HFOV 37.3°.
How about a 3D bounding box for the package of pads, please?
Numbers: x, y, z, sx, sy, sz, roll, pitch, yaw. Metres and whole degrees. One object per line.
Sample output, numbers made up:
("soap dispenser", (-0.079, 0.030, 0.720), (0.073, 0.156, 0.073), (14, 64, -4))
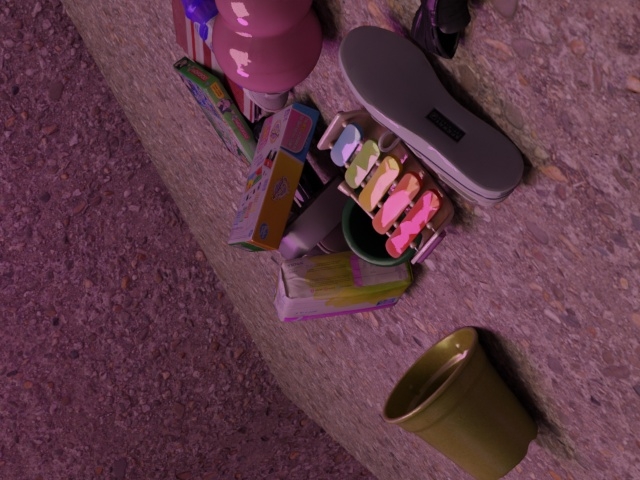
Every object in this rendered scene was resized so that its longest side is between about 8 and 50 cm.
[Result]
("package of pads", (0.047, 0.100, 2.142), (0.229, 0.296, 0.101), (108, 152, -70))

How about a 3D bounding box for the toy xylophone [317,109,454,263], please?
("toy xylophone", (0.122, -0.093, 1.822), (0.323, 0.081, 0.236), (46, 142, 19))

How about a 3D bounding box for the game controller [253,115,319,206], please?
("game controller", (-0.066, -0.166, 2.372), (0.319, 0.067, 0.166), (56, 178, -3))

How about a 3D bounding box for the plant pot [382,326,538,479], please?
("plant pot", (0.316, 0.371, 2.037), (0.254, 0.276, 0.276), (45, 165, -6))

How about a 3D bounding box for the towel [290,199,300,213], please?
("towel", (-0.062, -0.076, 2.404), (0.148, 0.027, 0.110), (54, 179, 0))

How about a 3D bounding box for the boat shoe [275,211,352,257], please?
("boat shoe", (0.000, 0.000, 2.289), (0.335, 0.112, 0.095), (13, 151, 29))

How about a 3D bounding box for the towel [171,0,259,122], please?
("towel", (-0.255, -0.465, 2.333), (0.329, 0.037, 0.237), (48, 161, 17))

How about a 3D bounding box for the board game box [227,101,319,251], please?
("board game box", (-0.110, -0.135, 2.127), (0.064, 0.317, 0.242), (19, 173, -17))

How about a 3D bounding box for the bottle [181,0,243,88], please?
("bottle", (-0.222, -0.473, 2.113), (0.283, 0.092, 0.118), (53, 168, 6))

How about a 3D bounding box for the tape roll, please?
("tape roll", (-0.013, -0.048, 2.133), (0.072, 0.219, 0.219), (45, 165, -6))

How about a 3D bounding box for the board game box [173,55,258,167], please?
("board game box", (-0.253, -0.323, 2.498), (0.213, 0.046, 0.317), (38, 165, 49))

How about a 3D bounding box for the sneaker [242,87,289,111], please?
("sneaker", (-0.100, -0.347, 2.005), (0.111, 0.103, 0.252), (45, 165, 24))

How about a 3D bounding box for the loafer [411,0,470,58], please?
("loafer", (0.178, -0.328, 1.317), (0.078, 0.076, 0.223), (45, 167, 13))

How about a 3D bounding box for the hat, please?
("hat", (0.153, -0.044, 2.014), (0.208, 0.173, 0.183), (24, -164, 23))

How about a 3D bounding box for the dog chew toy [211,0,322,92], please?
("dog chew toy", (-0.100, -0.427, 1.695), (0.206, 0.206, 0.332), (44, 153, 32))

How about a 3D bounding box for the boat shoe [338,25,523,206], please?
("boat shoe", (0.169, -0.189, 1.543), (0.367, 0.136, 0.156), (41, 165, 11))
